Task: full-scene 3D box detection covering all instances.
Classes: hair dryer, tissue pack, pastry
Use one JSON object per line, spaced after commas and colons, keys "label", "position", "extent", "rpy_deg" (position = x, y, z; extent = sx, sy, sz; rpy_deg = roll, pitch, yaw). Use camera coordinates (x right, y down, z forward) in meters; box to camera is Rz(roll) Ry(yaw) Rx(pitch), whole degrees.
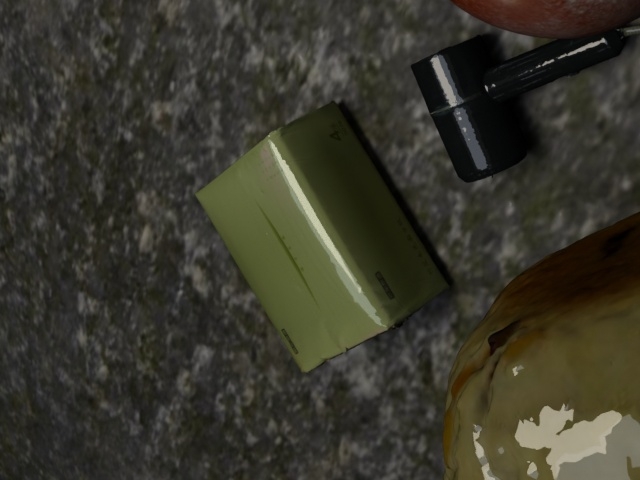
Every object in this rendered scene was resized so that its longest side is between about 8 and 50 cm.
{"label": "hair dryer", "position": [0.191, -0.140, 1.108], "extent": [0.219, 0.071, 0.124], "rpy_deg": [-22, 97, 38]}
{"label": "tissue pack", "position": [0.000, 0.000, 1.306], "extent": [0.159, 0.125, 0.234], "rpy_deg": [-32, 88, 47]}
{"label": "pastry", "position": [0.281, 0.147, 0.938], "extent": [0.389, 0.388, 0.312], "rpy_deg": [-21, 103, 47]}

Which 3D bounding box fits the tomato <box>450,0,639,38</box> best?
{"label": "tomato", "position": [0.190, -0.268, 0.894], "extent": [0.227, 0.270, 0.270], "rpy_deg": [39, 136, -6]}
